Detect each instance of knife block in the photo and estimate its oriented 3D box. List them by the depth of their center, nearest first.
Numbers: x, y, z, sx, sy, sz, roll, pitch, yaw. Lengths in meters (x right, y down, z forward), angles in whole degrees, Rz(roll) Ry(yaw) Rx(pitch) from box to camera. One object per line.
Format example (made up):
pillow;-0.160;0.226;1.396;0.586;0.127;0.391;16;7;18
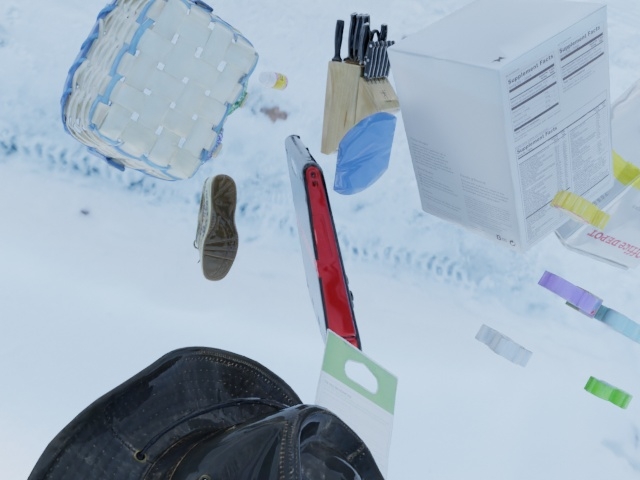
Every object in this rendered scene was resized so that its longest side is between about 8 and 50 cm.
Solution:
knife block;0.063;-0.357;1.575;0.276;0.088;0.242;-38;75;44

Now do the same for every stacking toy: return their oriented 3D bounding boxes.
stacking toy;0.278;0.068;0.704;0.221;0.052;0.166;26;95;-24

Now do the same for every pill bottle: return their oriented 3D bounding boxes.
pill bottle;-0.121;-0.410;1.799;0.044;0.083;0.043;2;94;32

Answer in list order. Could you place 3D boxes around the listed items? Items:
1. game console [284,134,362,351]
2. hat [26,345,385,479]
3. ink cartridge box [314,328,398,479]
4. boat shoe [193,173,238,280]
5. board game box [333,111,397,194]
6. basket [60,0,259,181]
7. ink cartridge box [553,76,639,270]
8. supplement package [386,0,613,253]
game console;0.000;0.000;1.241;0.060;0.386;0.341;-10;106;-5
hat;-0.028;0.208;0.470;0.134;0.331;0.331;-26;116;32
ink cartridge box;0.024;0.256;0.900;0.056;0.235;0.171;-19;138;35
boat shoe;-0.281;-0.033;1.884;0.105;0.089;0.285;10;85;-36
board game box;0.069;-0.159;1.251;0.133;0.033;0.168;-26;141;-30
basket;-0.213;-0.197;0.903;0.201;0.289;0.254;27;95;-33
ink cartridge box;0.615;-0.141;1.289;0.279;0.160;0.384;16;128;-40
supplement package;0.249;-0.164;0.951;0.198;0.199;0.262;-33;126;-22
